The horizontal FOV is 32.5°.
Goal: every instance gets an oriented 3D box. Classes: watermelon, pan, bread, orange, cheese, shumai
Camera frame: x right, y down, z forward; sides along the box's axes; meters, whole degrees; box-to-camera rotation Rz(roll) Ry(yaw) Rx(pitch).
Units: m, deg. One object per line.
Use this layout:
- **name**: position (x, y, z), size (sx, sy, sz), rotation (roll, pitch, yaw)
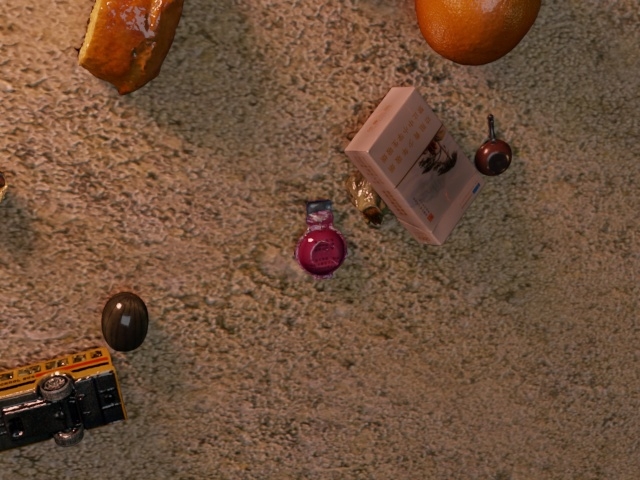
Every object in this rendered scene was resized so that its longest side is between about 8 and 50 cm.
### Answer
- **watermelon**: position (-0.325, 0.138, 1.827), size (0.078, 0.078, 0.111), rotation (-3, 117, -15)
- **pan**: position (0.300, -0.161, 1.896), size (0.068, 0.023, 0.115), rotation (-14, 119, -8)
- **bread**: position (-0.266, -0.322, 1.584), size (0.129, 0.134, 0.260), rotation (13, 111, -21)
- **orange**: position (0.239, -0.369, 1.684), size (0.206, 0.206, 0.206), rotation (-7, 117, -13)
- **cheese**: position (0.000, 0.000, 1.878), size (0.095, 0.038, 0.145), rotation (-8, 111, -15)
- **shumai**: position (0.088, -0.072, 1.844), size (0.083, 0.080, 0.082), rotation (36, 100, -26)

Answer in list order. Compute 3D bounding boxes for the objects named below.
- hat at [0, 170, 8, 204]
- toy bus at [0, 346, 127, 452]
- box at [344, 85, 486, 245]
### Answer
- **hat**: position (-0.521, -0.080, 1.671), size (0.077, 0.059, 0.076), rotation (23, 91, -30)
- **toy bus**: position (-0.497, 0.277, 1.816), size (0.335, 0.123, 0.121), rotation (-13, 120, -10)
- **box**: position (0.161, -0.121, 1.819), size (0.149, 0.067, 0.233), rotation (-52, 121, -17)
